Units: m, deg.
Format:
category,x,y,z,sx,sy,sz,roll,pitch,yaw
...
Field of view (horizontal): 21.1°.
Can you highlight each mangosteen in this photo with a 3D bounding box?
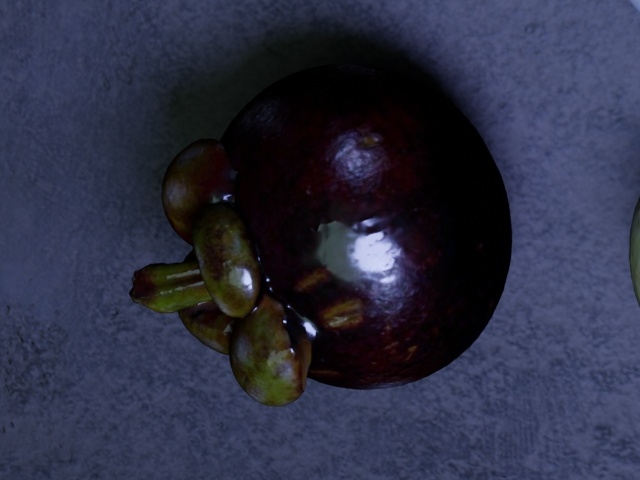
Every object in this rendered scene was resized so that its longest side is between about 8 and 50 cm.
category,x,y,z,sx,sy,sz,roll,pitch,yaw
mangosteen,0.000,0.000,1.549,0.307,0.347,0.307,49,152,38

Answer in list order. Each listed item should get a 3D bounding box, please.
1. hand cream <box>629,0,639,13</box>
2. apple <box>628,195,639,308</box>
category,x,y,z,sx,sy,sz,roll,pitch,yaw
hand cream,0.291,-0.257,1.447,0.140,0.089,0.314,-39,89,31
apple,0.404,0.005,1.421,0.292,0.254,0.292,13,125,20
